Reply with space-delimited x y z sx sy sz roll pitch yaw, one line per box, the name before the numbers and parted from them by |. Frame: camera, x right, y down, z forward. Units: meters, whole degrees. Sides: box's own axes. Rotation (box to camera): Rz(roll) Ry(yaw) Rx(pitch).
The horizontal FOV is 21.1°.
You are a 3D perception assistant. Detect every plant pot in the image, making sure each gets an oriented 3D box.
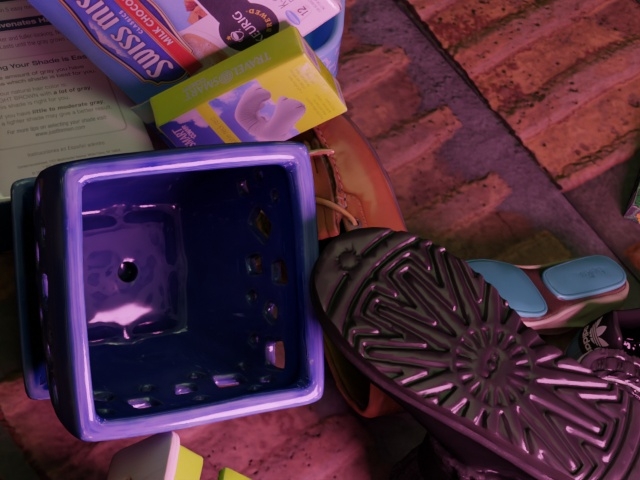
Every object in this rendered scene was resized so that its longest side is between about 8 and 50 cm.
plant pot | -0.148 0.037 1.521 0.236 0.212 0.236 -6 94 -27

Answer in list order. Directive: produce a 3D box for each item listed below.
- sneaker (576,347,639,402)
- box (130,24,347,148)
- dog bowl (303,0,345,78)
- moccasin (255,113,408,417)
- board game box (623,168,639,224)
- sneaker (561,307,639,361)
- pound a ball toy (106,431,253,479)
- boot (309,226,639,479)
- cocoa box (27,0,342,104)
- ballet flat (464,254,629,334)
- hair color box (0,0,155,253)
sneaker | 0.333 0.200 1.693 0.271 0.108 0.100 33 50 -17
box | -0.077 -0.126 1.635 0.178 0.109 0.042 -25 56 12
dog bowl | -0.047 -0.282 1.884 0.166 0.074 0.297 12 55 -11
moccasin | -0.001 0.001 1.690 0.147 0.139 0.380 -12 72 -35
board game box | 0.475 -0.024 1.924 0.260 0.030 0.136 26 56 -2
sneaker | 0.398 0.124 1.744 0.302 0.121 0.108 3 58 -17
pound a ball toy | -0.111 0.352 1.440 0.208 0.136 0.319 31 49 -29
boot | 0.107 0.156 1.537 0.348 0.260 0.131 38 61 0
cocoa box | -0.147 -0.333 1.693 0.231 0.228 0.347 45 24 -36
ballet flat | 0.208 0.066 1.726 0.248 0.086 0.086 -1 58 -35
hair color box | -0.299 -0.166 1.704 0.174 0.105 0.347 -11 63 -25
